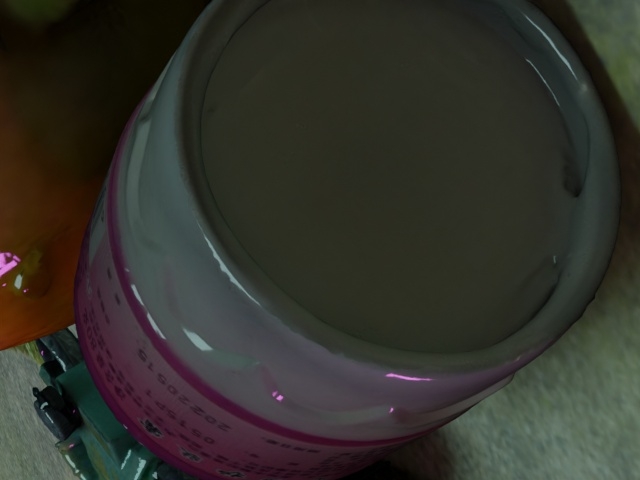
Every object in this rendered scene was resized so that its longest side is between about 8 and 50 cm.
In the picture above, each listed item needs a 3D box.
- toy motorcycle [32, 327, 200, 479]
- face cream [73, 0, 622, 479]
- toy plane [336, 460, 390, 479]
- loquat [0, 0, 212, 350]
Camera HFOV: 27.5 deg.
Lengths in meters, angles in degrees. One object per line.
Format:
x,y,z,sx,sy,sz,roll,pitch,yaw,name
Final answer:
-0.132,0.176,1.017,0.296,0.109,0.198,39,152,42,toy motorcycle
0.000,0.000,0.519,0.175,0.175,0.195,64,156,10,face cream
-0.028,0.189,0.757,0.106,0.155,0.381,58,169,19,toy plane
-0.193,-0.096,0.667,0.359,0.328,0.328,-14,97,50,loquat
